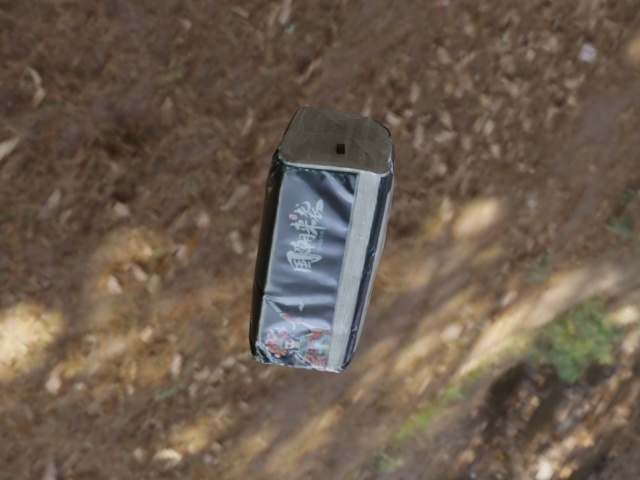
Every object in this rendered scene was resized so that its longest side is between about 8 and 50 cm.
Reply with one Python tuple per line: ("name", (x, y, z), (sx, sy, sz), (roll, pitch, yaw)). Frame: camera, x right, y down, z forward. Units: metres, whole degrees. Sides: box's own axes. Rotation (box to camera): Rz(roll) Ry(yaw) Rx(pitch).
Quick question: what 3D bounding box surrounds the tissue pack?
("tissue pack", (0.000, -0.001, 0.826), (0.103, 0.090, 0.170), (-78, 180, -60))
